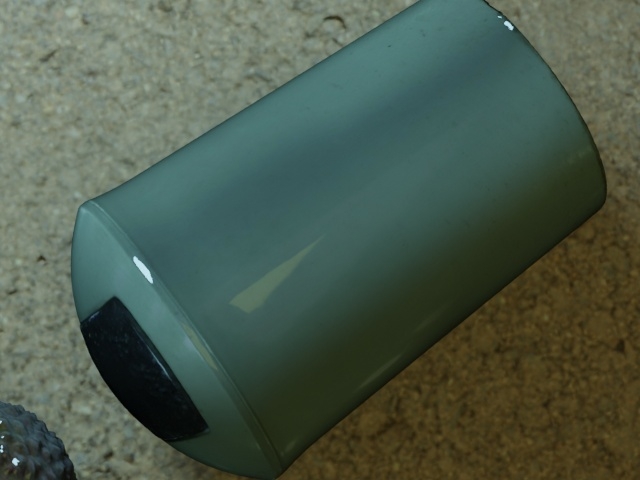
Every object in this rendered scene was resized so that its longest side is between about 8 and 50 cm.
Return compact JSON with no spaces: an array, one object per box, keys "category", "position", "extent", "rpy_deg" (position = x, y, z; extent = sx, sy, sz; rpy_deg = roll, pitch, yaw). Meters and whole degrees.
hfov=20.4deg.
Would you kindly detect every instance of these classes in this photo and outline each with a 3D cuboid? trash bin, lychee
[{"category":"trash bin","position":[0.000,0.000,1.506],"extent":[0.432,0.280,0.280],"rpy_deg":[-36,102,-10]},{"category":"lychee","position":[-0.283,0.224,1.518],"extent":[0.165,0.165,0.197],"rpy_deg":[-31,92,-8]}]
